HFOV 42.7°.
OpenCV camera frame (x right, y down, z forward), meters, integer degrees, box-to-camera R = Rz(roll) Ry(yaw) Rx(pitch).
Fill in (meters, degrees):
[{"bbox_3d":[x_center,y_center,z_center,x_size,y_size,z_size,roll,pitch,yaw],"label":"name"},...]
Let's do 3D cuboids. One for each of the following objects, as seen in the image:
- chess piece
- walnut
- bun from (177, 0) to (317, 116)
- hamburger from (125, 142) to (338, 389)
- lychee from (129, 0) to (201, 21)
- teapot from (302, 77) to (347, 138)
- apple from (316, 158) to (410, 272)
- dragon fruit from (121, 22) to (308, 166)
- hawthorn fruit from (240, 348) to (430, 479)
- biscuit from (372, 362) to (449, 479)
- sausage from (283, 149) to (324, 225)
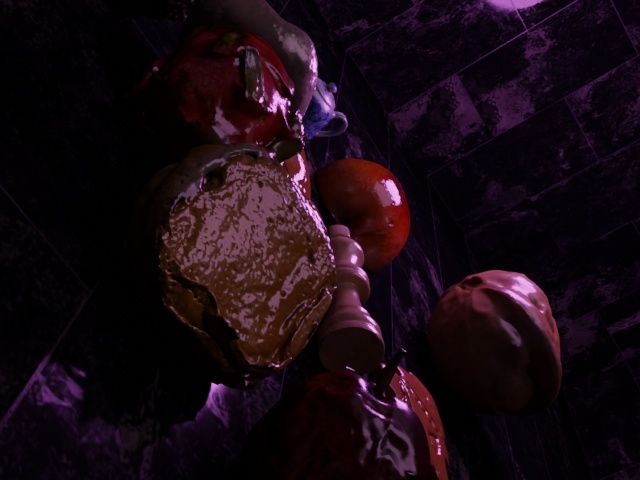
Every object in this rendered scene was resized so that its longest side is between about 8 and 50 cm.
[{"bbox_3d":[0.041,0.090,1.569,0.117,0.117,0.397,51,16,-28],"label":"chess piece"},{"bbox_3d":[0.451,0.259,2.087,0.383,0.383,0.383,52,18,-25],"label":"walnut"},{"bbox_3d":[-0.129,-0.308,1.460,0.273,0.273,0.168,54,39,-19],"label":"bun"},{"bbox_3d":[-0.117,0.027,1.053,0.318,0.158,0.319,24,56,-43],"label":"hamburger"},{"bbox_3d":[-0.264,-0.504,1.458,0.236,0.236,0.271,53,43,-22],"label":"lychee"},{"bbox_3d":[-0.020,-0.344,2.036,0.232,0.159,0.159,48,20,-34],"label":"teapot"},{"bbox_3d":[0.129,-0.085,2.016,0.293,0.163,0.251,58,15,-2],"label":"apple"},{"bbox_3d":[-0.151,-0.191,1.253,0.237,0.231,0.303,51,23,-45],"label":"dragon fruit"},{"bbox_3d":[0.034,0.251,0.998,0.230,0.266,0.210,23,-14,17],"label":"hawthorn fruit"},{"bbox_3d":[0.203,0.362,1.688,0.284,0.043,0.306,61,17,2],"label":"biscuit"},{"bbox_3d":[-0.075,-0.126,1.573,0.134,0.116,0.354,60,11,-63],"label":"sausage"}]
